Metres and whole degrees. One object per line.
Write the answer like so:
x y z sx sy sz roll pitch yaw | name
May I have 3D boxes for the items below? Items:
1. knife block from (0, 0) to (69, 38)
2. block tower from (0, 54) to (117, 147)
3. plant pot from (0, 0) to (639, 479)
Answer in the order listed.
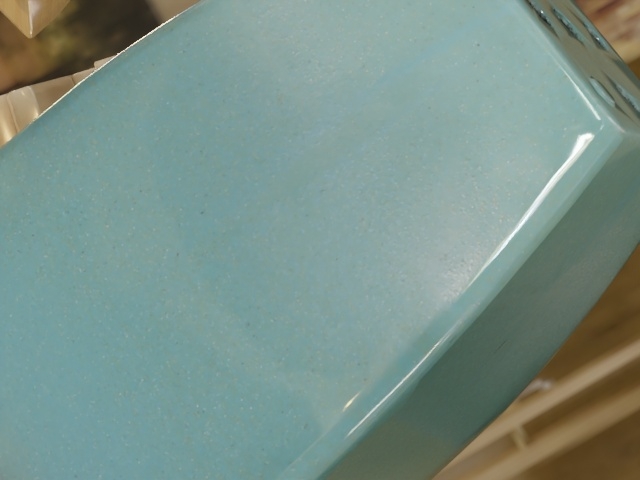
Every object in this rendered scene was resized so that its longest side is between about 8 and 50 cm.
-0.184 -0.214 1.102 0.088 0.276 0.242 46 -147 2 | knife block
-0.086 -0.044 0.891 0.091 0.335 0.097 -25 -80 -59 | block tower
0.000 0.000 0.657 0.166 0.234 0.165 53 -162 16 | plant pot
